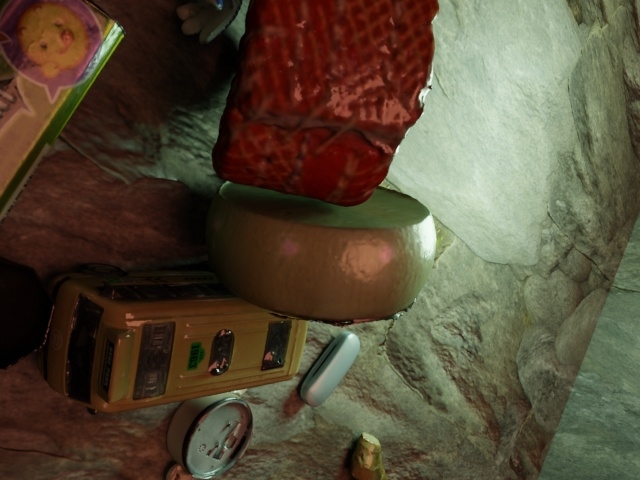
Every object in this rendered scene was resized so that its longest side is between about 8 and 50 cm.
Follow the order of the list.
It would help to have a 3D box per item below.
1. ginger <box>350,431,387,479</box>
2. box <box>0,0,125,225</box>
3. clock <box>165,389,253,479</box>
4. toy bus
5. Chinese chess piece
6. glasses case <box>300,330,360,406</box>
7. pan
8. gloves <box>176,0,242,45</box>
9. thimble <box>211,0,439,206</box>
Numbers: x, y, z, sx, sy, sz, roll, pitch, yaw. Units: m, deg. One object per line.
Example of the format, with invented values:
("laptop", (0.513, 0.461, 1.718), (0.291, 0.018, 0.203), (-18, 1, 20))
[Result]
("ginger", (0.117, 0.547, 1.413), (0.095, 0.069, 0.190), (-58, 140, -51))
("box", (-0.372, -0.138, 0.668), (0.134, 0.097, 0.345), (36, 77, -34))
("clock", (-0.191, 0.343, 1.039), (0.229, 0.063, 0.155), (-55, 133, -16))
("toy bus", (-0.201, 0.133, 0.862), (0.366, 0.202, 0.176), (1, 102, -45))
("Chinese chess piece", (0.000, 0.000, 0.899), (0.349, 0.349, 0.146), (-10, 114, -43))
("glasses case", (0.023, 0.273, 1.244), (0.178, 0.045, 0.067), (-50, 132, -21))
("pan", (-0.390, 0.055, 0.733), (0.129, 0.048, 0.201), (14, 82, -10))
("gloves", (-0.144, -0.389, 0.820), (0.097, 0.119, 0.229), (15, 95, -10))
("thimble", (-0.006, -0.231, 0.800), (0.231, 0.350, 0.350), (12, 95, -12))
